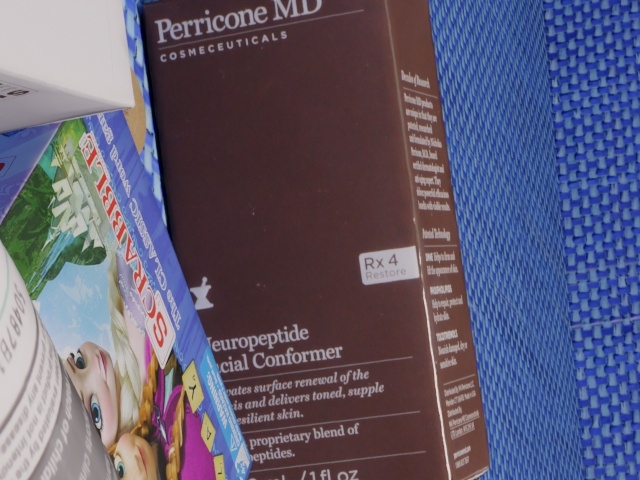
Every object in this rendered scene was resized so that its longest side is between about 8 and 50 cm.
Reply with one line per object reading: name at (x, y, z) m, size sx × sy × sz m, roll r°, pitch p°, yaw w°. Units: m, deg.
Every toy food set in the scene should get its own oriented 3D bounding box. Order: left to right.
toy food set at (-0.140, -0.087, 1.264) m, size 0.083 × 0.020 × 0.082 m, roll -46°, pitch 126°, yaw -70°

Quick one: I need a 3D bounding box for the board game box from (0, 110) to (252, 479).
board game box at (-0.143, 0.106, 1.077) m, size 0.318 × 0.066 × 0.319 m, roll -72°, pitch 149°, yaw -56°

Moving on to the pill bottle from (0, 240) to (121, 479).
pill bottle at (-0.160, 0.165, 0.758) m, size 0.204 × 0.204 × 0.361 m, roll -77°, pitch 152°, yaw -51°

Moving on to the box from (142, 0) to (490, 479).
box at (0.000, 0.000, 1.387) m, size 0.143 × 0.191 × 0.381 m, roll 6°, pitch 76°, yaw -73°

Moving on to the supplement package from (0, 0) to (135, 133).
supplement package at (-0.218, -0.139, 0.768) m, size 0.293 × 0.175 × 0.177 m, roll 8°, pitch 73°, yaw -73°
